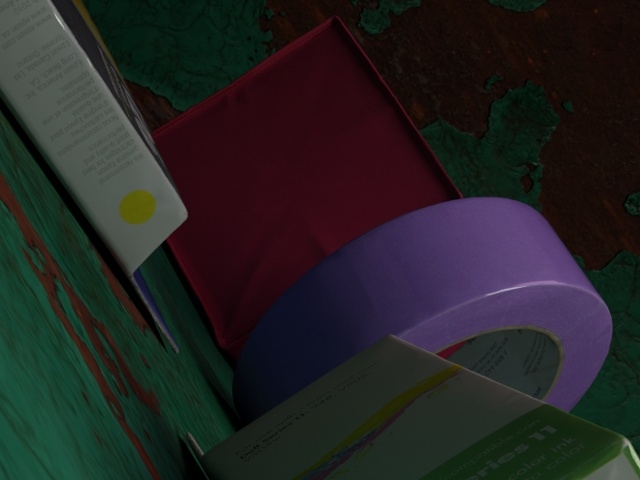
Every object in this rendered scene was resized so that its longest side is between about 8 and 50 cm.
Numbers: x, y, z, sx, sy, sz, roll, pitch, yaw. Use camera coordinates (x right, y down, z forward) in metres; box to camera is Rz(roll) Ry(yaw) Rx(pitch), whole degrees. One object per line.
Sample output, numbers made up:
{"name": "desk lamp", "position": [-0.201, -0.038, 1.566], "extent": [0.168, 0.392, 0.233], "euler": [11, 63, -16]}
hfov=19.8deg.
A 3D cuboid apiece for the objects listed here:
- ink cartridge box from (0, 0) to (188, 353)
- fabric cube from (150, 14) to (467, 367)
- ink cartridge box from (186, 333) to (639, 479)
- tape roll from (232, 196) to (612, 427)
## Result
{"name": "ink cartridge box", "position": [-0.173, -0.124, 1.164], "extent": [0.307, 0.072, 0.304], "euler": [57, 0, -36]}
{"name": "fabric cube", "position": [0.000, 0.000, 1.743], "extent": [0.254, 0.259, 0.258], "euler": [59, 1, 31]}
{"name": "ink cartridge box", "position": [0.064, 0.164, 0.807], "extent": [0.207, 0.119, 0.353], "euler": [59, -10, -12]}
{"name": "tape roll", "position": [0.076, 0.094, 1.358], "extent": [0.090, 0.274, 0.275], "euler": [58, -1, 32]}
